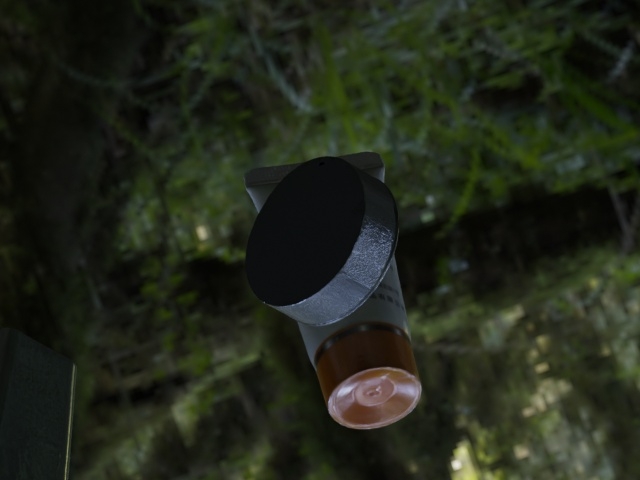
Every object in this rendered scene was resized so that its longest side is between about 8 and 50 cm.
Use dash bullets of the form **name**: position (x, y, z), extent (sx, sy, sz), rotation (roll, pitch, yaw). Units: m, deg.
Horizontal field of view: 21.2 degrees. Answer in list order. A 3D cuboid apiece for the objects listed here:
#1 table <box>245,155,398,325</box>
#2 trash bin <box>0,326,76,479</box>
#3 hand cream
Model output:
- **table**: position (0.000, 0.000, 1.384), extent (0.133, 0.133, 0.043), rotation (-18, 145, 40)
- **trash bin**: position (-0.339, 0.231, 1.720), extent (0.164, 0.122, 0.240), rotation (-32, -140, 32)
- **hand cream**: position (0.013, 0.028, 1.588), extent (0.140, 0.314, 0.089), rotation (-7, 138, -4)
